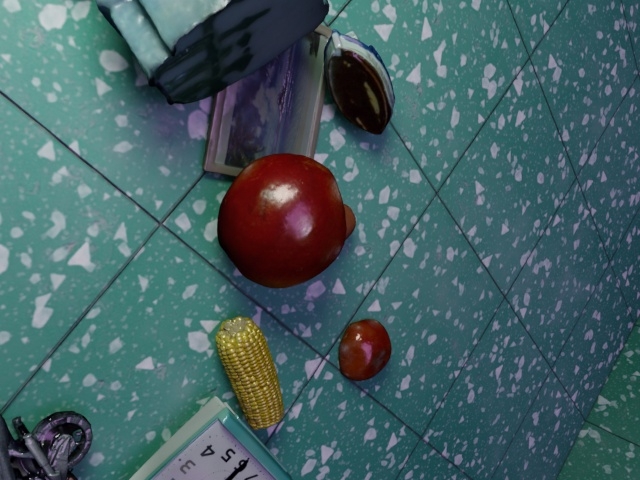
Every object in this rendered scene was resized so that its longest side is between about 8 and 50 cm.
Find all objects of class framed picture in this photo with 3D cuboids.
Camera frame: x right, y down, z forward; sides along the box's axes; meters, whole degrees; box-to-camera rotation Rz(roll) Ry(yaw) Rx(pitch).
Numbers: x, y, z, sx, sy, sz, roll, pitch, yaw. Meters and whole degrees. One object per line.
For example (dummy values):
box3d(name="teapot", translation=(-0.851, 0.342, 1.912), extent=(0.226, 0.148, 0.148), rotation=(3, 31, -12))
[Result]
box3d(name="framed picture", translation=(-0.089, -0.264, 0.902), extent=(0.231, 0.024, 0.315), rotation=(5, 99, -39))

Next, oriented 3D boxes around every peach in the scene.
box3d(name="peach", translation=(-0.058, -0.031, 0.856), extent=(0.243, 0.200, 0.244), rotation=(-4, 118, -8))

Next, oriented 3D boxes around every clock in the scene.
box3d(name="clock", translation=(-0.211, 0.455, 0.942), extent=(0.231, 0.116, 0.262), rotation=(-41, 121, -16))

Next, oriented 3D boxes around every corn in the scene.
box3d(name="corn", translation=(-0.133, 0.261, 0.956), extent=(0.093, 0.093, 0.244), rotation=(-30, 121, -28))

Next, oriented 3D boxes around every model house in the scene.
box3d(name="model house", translation=(-0.191, -0.414, 0.692), extent=(0.294, 0.252, 0.329), rotation=(-35, 94, 2))

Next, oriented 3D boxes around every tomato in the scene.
box3d(name="tomato", translation=(0.119, 0.266, 1.163), extent=(0.155, 0.069, 0.156), rotation=(-11, 108, -36))

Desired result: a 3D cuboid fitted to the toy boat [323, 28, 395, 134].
box3d(name="toy boat", translation=(0.079, -0.315, 0.966), extent=(0.262, 0.114, 0.115), rotation=(53, 31, -45))

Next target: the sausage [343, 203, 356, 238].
box3d(name="sausage", translation=(0.000, 0.000, 1.005), extent=(0.194, 0.077, 0.077), rotation=(-44, 123, -20))

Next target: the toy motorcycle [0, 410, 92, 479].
box3d(name="toy motorcycle", translation=(-0.454, 0.405, 0.727), extent=(0.173, 0.108, 0.308), rotation=(18, 80, -41))
